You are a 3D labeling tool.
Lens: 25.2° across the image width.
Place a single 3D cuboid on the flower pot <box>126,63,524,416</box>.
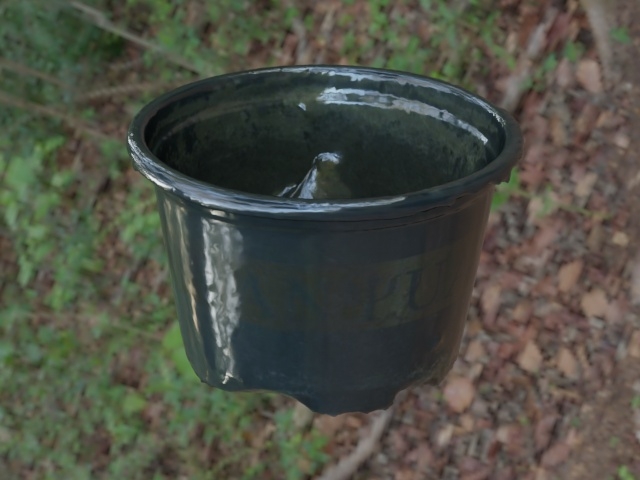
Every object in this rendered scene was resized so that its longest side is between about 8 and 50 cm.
[{"bbox_3d":[0.000,0.000,0.591,0.157,0.157,0.106,-124,32,-59],"label":"flower pot"}]
